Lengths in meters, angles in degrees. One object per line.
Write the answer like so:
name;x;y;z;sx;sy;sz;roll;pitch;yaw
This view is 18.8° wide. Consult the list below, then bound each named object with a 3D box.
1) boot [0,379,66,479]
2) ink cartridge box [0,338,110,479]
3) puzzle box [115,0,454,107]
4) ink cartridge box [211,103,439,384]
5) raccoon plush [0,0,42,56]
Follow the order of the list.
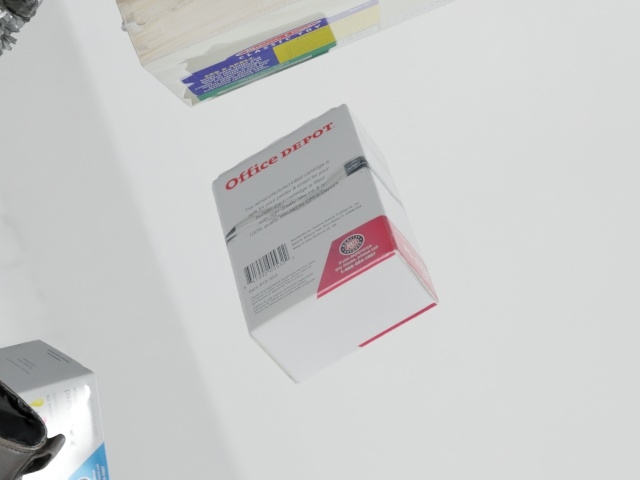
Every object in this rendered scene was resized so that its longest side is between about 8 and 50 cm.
boot;-0.303;0.130;1.275;0.091;0.263;0.229;-64;177;-47
ink cartridge box;-0.377;0.232;2.144;0.233;0.171;0.168;-14;-162;-28
puzzle box;0.066;-0.205;1.374;0.409;0.052;0.272;-22;177;1
ink cartridge box;0.000;0.000;1.955;0.172;0.237;0.100;-30;132;12
raccoon plush;-0.463;-0.316;1.837;0.216;0.299;0.446;-42;-138;-15
